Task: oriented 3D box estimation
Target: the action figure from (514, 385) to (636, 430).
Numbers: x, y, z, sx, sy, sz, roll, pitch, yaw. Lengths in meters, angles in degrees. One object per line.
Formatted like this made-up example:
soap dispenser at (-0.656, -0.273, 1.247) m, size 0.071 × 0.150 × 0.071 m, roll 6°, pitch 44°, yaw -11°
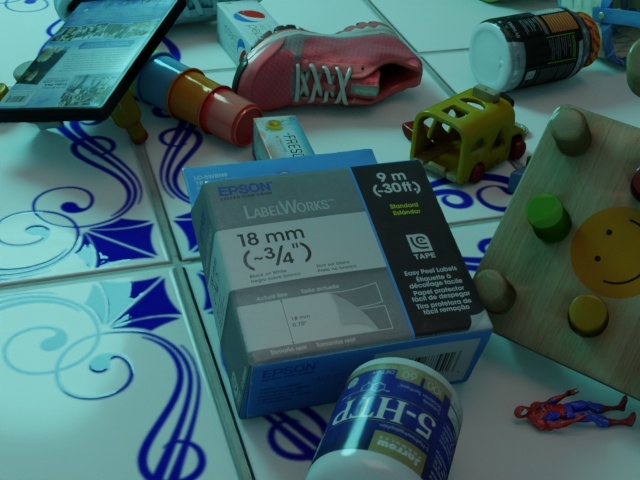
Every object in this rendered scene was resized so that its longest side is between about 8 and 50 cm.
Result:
action figure at (0.243, 0.165, 0.947) m, size 0.115 × 0.030 × 0.038 m, roll -3°, pitch 40°, yaw -5°

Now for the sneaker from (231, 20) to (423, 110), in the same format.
sneaker at (0.020, -0.251, 1.452) m, size 0.313 × 0.116 × 0.136 m, roll -19°, pitch 42°, yaw -29°

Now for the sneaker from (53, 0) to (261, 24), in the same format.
sneaker at (-0.266, -0.399, 1.643) m, size 0.365 × 0.135 × 0.150 m, roll -5°, pitch 41°, yaw 4°

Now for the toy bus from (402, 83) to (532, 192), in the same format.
toy bus at (0.217, -0.159, 1.345) m, size 0.190 × 0.104 × 0.202 m, roll 1°, pitch 35°, yaw -4°

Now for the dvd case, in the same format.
dvd case at (-0.306, -0.248, 1.321) m, size 0.180 × 0.022 × 0.253 m, roll 3°, pitch 47°, yaw 25°

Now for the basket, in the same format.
basket at (0.553, -0.396, 1.629) m, size 0.254 × 0.201 × 0.289 m, roll -22°, pitch 31°, yaw -33°

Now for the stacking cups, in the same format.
stacking cups at (-0.220, -0.224, 1.411) m, size 0.316 × 0.096 × 0.096 m, roll 29°, pitch 42°, yaw 32°

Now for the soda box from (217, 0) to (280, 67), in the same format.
soda box at (-0.102, -0.315, 1.575) m, size 0.073 × 0.069 × 0.216 m, roll -11°, pitch 38°, yaw -20°

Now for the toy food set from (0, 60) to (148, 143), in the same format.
toy food set at (-0.349, -0.192, 1.380) m, size 0.232 × 0.105 × 0.111 m, roll -4°, pitch 45°, yaw 21°

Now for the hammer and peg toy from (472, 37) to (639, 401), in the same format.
hammer and peg toy at (0.330, -0.032, 0.976) m, size 0.265 × 0.361 × 0.127 m, roll 26°, pitch -4°, yaw 26°

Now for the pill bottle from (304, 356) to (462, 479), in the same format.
pill bottle at (0.048, 0.195, 0.811) m, size 0.112 × 0.112 × 0.187 m, roll 12°, pitch 35°, yaw 12°

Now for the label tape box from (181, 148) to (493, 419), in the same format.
label tape box at (0.000, 0.000, 1.018) m, size 0.240 × 0.106 × 0.334 m, roll -7°, pitch 53°, yaw -16°

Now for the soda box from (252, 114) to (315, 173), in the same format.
soda box at (-0.041, -0.095, 1.268) m, size 0.062 × 0.058 × 0.183 m, roll -5°, pitch 36°, yaw -14°

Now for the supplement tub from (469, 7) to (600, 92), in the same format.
supplement tub at (0.342, -0.305, 1.558) m, size 0.190 × 0.117 × 0.117 m, roll -14°, pitch 38°, yaw -24°
